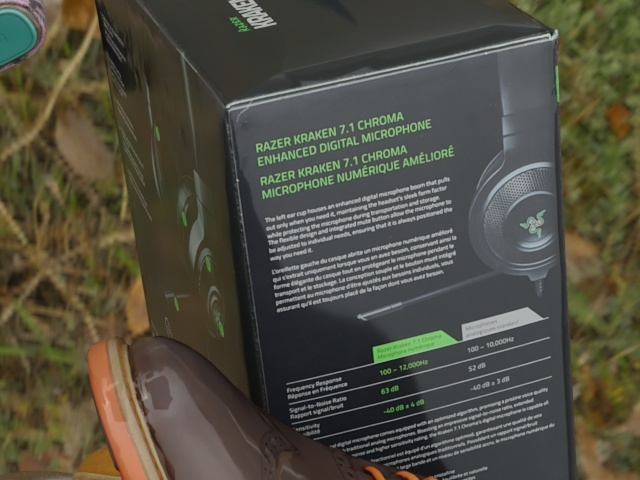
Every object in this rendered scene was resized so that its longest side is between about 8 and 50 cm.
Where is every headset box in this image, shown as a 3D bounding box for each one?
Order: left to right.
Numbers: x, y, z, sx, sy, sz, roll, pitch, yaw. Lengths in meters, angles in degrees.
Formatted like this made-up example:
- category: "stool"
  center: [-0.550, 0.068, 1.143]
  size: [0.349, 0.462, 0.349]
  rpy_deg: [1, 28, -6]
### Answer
- category: "headset box"
  center: [0.000, 0.000, 0.772]
  size: [0.131, 0.246, 0.283]
  rpy_deg: [-14, 116, -14]

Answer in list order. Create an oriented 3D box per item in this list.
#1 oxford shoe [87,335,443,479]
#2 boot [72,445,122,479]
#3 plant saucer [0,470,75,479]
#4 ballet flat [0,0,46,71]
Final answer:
- category: "oxford shoe"
  center: [0.019, 0.103, 0.617]
  size: [0.098, 0.271, 0.097]
  rpy_deg: [-33, 43, 11]
- category: "boot"
  center: [-0.007, 0.062, 1.078]
  size: [0.295, 0.104, 0.211]
  rpy_deg: [-5, 70, 20]
- category: "plant saucer"
  center: [-0.148, 0.294, 1.256]
  size: [0.311, 0.050, 0.310]
  rpy_deg: [34, 35, -28]
- category: "ballet flat"
  center: [-0.319, -0.147, 1.441]
  size: [0.221, 0.079, 0.077]
  rpy_deg: [-26, 119, 10]
